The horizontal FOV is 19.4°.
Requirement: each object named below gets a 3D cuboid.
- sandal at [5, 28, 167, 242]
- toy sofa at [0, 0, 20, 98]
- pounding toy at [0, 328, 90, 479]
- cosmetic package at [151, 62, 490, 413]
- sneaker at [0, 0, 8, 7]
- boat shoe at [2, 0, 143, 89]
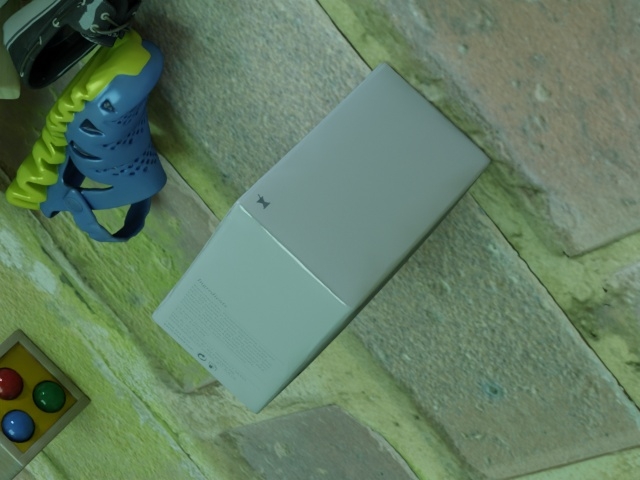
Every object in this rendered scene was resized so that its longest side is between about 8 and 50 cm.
[{"bbox_3d":[-0.204,-0.095,1.848,0.138,0.126,0.317,37,151,-2],"label":"sandal"},{"bbox_3d":[-0.411,-0.105,1.929,0.177,0.150,0.362,4,144,-14],"label":"toy sofa"},{"bbox_3d":[-0.415,0.205,2.248,0.181,0.206,0.094,46,143,-2],"label":"pounding toy"},{"bbox_3d":[0.000,0.000,1.648,0.138,0.224,0.224,42,144,3],"label":"cosmetic package"},{"bbox_3d":[-0.308,-0.261,1.734,0.209,0.094,0.081,-17,81,20],"label":"sneaker"},{"bbox_3d":[-0.208,-0.208,1.715,0.228,0.080,0.076,-28,71,33],"label":"boat shoe"}]
